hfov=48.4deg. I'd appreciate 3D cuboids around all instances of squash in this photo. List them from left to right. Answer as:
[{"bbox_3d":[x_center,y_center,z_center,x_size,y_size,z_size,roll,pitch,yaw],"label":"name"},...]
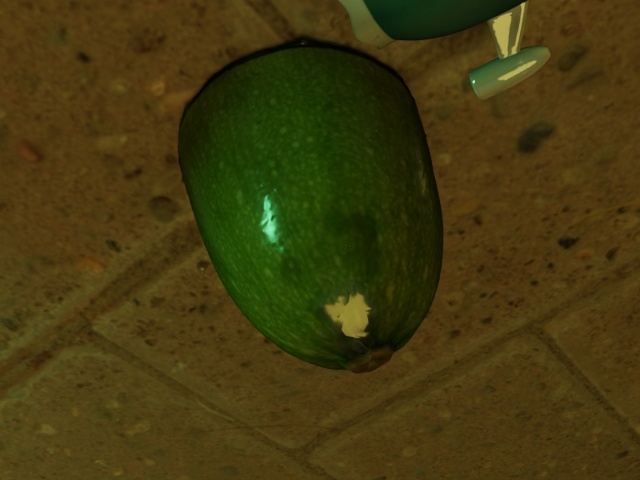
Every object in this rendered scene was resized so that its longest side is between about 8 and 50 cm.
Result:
[{"bbox_3d":[-0.009,-0.010,0.772,0.310,0.309,0.310,-3,131,-4],"label":"squash"}]

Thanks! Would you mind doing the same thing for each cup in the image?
[{"bbox_3d":[0.103,-0.267,0.672,0.173,0.167,0.300,-22,113,28],"label":"cup"}]
